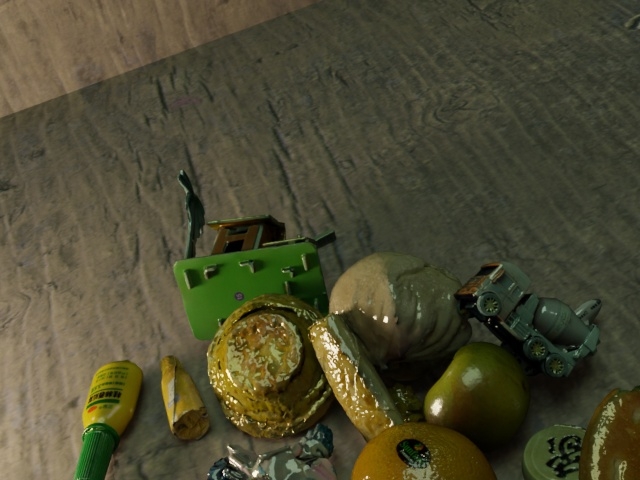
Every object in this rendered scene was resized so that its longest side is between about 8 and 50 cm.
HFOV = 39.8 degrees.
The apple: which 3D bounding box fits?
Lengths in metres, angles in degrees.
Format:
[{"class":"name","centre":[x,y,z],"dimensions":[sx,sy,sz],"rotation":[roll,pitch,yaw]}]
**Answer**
[{"class":"apple","centre":[0.273,0.273,1.526],"dimensions":[0.157,0.196,0.196],"rotation":[36,54,5]}]

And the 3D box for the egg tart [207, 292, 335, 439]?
[{"class":"egg tart","centre":[-0.095,0.229,1.702],"dimensions":[0.294,0.123,0.294],"rotation":[-6,62,12]}]

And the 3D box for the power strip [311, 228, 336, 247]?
[{"class":"power strip","centre":[0.000,0.000,2.099],"dimensions":[0.083,0.027,0.017],"rotation":[-28,39,-12]}]

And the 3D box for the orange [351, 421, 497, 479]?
[{"class":"orange","centre":[0.165,0.396,1.383],"dimensions":[0.236,0.236,0.236],"rotation":[-10,38,8]}]

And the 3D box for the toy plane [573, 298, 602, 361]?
[{"class":"toy plane","centre":[0.471,0.167,1.677],"dimensions":[0.171,0.065,0.162],"rotation":[-29,41,-20]}]

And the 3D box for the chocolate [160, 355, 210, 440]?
[{"class":"chocolate","centre":[-0.286,0.308,1.783],"dimensions":[0.086,0.085,0.219],"rotation":[-24,34,-10]}]

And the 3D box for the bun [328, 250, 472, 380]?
[{"class":"bun","centre":[0.150,0.155,1.661],"dimensions":[0.282,0.281,0.204],"rotation":[-11,45,8]}]

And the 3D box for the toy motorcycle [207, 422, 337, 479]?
[{"class":"toy motorcycle","centre":[-0.058,0.400,1.556],"dimensions":[0.239,0.108,0.204],"rotation":[27,56,12]}]

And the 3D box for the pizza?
[{"class":"pizza","centre":[0.506,0.374,1.367],"dimensions":[0.229,0.081,0.289],"rotation":[10,62,-3]}]

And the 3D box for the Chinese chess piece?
[{"class":"Chinese chess piece","centre":[0.404,0.370,1.453],"dimensions":[0.144,0.058,0.144],"rotation":[-10,37,8]}]

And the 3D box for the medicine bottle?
[{"class":"medicine bottle","centre":[-0.428,0.369,1.754],"dimensions":[0.111,0.076,0.309],"rotation":[-15,38,14]}]

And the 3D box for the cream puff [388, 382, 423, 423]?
[{"class":"cream puff","centre":[0.156,0.306,1.634],"dimensions":[0.083,0.083,0.058],"rotation":[3,0,41]}]

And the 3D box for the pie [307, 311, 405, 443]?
[{"class":"pie","centre":[0.064,0.262,1.580],"dimensions":[0.068,0.128,0.282],"rotation":[-19,68,-35]}]

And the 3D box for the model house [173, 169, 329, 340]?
[{"class":"model house","centre":[-0.143,-0.012,1.919],"dimensions":[0.301,0.340,0.323],"rotation":[-9,26,8]}]

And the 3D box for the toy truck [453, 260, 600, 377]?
[{"class":"toy truck","centre":[0.371,0.140,1.562],"dimensions":[0.140,0.257,0.108],"rotation":[-48,6,-15]}]
